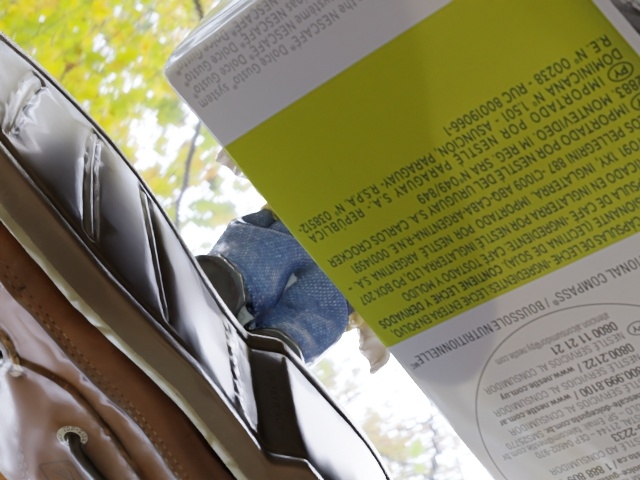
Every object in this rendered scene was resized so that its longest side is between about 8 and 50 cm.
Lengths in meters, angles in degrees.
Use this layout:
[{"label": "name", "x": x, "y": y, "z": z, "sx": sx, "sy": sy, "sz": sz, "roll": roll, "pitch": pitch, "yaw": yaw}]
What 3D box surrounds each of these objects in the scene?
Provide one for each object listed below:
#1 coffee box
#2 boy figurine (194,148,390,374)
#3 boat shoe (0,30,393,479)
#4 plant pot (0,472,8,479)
[{"label": "coffee box", "x": 0.201, "y": -0.097, "z": 0.610, "sx": 0.334, "sy": 0.338, "sz": 0.337, "roll": 51, "pitch": -145, "yaw": -14}, {"label": "boy figurine", "x": 0.000, "y": 0.000, "z": 0.867, "sx": 0.177, "sy": 0.092, "sz": 0.285, "roll": 50, "pitch": -145, "yaw": -2}, {"label": "boat shoe", "x": -0.085, "y": 0.049, "z": 0.480, "sx": 0.104, "sy": 0.110, "sz": 0.307, "roll": -32, "pitch": -65, "yaw": 12}, {"label": "plant pot", "x": -0.250, "y": 0.144, "z": 0.970, "sx": 0.205, "sy": 0.205, "sz": 0.188, "roll": 10, "pitch": -112, "yaw": -20}]
